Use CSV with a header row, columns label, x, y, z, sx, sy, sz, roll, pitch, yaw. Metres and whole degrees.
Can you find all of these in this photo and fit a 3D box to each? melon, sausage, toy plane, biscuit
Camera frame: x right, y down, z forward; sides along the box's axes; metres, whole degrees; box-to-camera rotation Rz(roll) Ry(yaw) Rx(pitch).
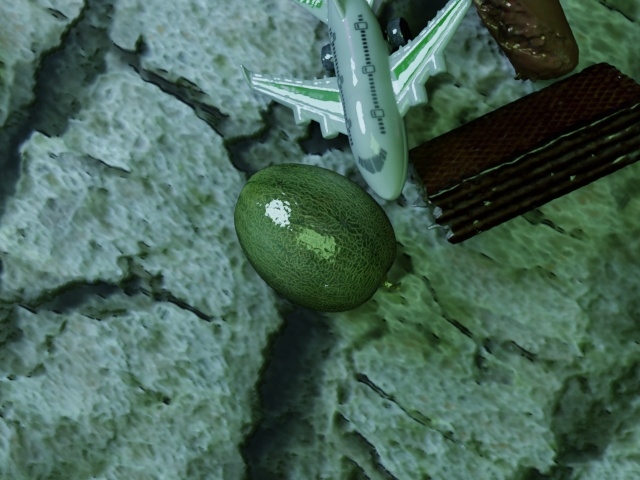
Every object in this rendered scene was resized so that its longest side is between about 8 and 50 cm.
label,x,y,z,sx,sy,sz,roll,pitch,yaw
melon,0.000,0.000,0.821,0.192,0.139,0.139,33,95,5
sausage,0.158,-0.281,0.763,0.079,0.087,0.326,-39,117,0
toy plane,0.048,-0.162,0.809,0.251,0.101,0.255,-17,83,24
biscuit,0.208,-0.088,0.813,0.252,0.106,0.070,-25,122,6
